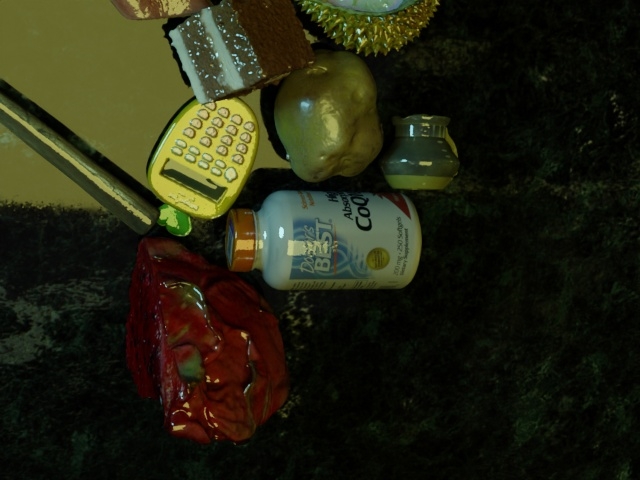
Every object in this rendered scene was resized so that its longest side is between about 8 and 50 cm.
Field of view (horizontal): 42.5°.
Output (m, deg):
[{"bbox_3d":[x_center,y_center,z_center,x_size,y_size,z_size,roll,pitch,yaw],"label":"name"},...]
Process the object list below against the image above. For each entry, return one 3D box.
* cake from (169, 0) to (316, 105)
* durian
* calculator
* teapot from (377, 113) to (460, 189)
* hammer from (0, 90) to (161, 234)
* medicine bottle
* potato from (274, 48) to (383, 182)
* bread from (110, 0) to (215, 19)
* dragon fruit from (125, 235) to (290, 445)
[{"bbox_3d":[-0.111,-0.267,1.156,0.135,0.147,0.134,-29,94,-50],"label":"cake"},{"bbox_3d":[0.053,-0.358,1.206,0.193,0.137,0.237,-40,70,-13],"label":"durian"},{"bbox_3d":[-0.183,-0.116,1.273,0.146,0.032,0.234,28,98,-21],"label":"calculator"},{"bbox_3d":[0.169,-0.140,1.323,0.166,0.130,0.119,-1,94,-48],"label":"teapot"},{"bbox_3d":[-0.408,-0.156,1.165,0.440,0.044,0.168,40,112,-22],"label":"hammer"},{"bbox_3d":[0.000,0.000,1.293,0.289,0.157,0.156,0,108,-16],"label":"medicine bottle"},{"bbox_3d":[0.011,-0.187,1.250,0.155,0.137,0.200,-24,116,-37],"label":"potato"},{"bbox_3d":[-0.246,-0.367,1.152,0.119,0.067,0.192,-42,115,-8],"label":"bread"},{"bbox_3d":[-0.137,0.143,1.222,0.286,0.329,0.227,10,99,-17],"label":"dragon fruit"}]
